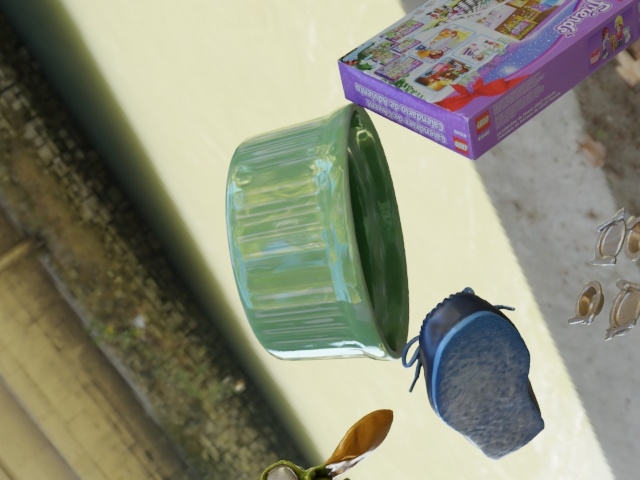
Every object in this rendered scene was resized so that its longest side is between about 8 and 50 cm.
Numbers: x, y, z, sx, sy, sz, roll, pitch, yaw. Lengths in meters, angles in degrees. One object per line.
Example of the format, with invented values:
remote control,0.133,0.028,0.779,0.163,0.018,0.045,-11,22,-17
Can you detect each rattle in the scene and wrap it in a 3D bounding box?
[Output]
rattle,0.040,0.259,0.950,0.199,0.143,0.130,-131,30,-56

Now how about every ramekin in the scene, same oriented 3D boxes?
ramekin,0.000,0.000,1.290,0.148,0.303,0.303,-9,130,14

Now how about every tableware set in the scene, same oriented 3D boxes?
tableware set,0.350,0.038,1.305,0.020,0.168,0.141,20,170,-14

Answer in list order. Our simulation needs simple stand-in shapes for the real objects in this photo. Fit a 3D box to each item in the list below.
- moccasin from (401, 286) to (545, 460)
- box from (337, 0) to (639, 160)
moccasin,0.158,0.146,1.223,0.117,0.138,0.342,58,175,35
box,0.192,-0.215,1.198,0.201,0.293,0.057,32,149,42
